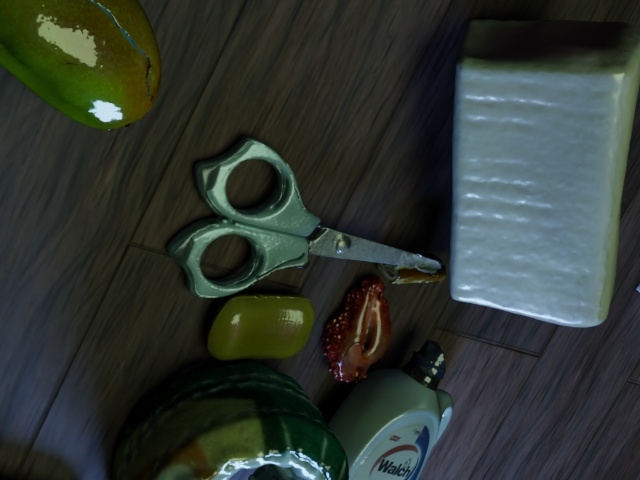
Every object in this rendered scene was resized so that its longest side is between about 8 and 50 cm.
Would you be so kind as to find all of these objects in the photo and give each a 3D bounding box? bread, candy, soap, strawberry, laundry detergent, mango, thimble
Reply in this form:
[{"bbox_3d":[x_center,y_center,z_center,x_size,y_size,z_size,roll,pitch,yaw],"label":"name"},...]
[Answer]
[{"bbox_3d":[0.116,0.033,1.354,0.083,0.047,0.036,-1,123,-36],"label":"bread"},{"bbox_3d":[0.260,-0.077,1.264,0.145,0.208,0.359,-63,156,-55],"label":"candy"},{"bbox_3d":[-0.071,0.102,1.262,0.140,0.045,0.089,3,114,-35],"label":"soap"},{"bbox_3d":[0.054,0.118,1.361,0.103,0.048,0.152,-9,124,-35],"label":"strawberry"},{"bbox_3d":[0.094,0.262,1.437,0.215,0.105,0.281,27,96,-52],"label":"laundry detergent"},{"bbox_3d":[-0.229,-0.192,0.935,0.125,0.111,0.233,-51,122,-14],"label":"mango"},{"bbox_3d":[-0.108,0.294,1.257,0.254,0.167,0.288,8,116,-29],"label":"thimble"}]

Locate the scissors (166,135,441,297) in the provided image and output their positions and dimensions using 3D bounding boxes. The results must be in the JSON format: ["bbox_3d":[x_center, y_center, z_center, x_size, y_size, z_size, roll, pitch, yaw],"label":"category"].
[{"bbox_3d":[0.001,0.001,1.236,0.360,0.029,0.191,13,107,-30],"label":"scissors"}]

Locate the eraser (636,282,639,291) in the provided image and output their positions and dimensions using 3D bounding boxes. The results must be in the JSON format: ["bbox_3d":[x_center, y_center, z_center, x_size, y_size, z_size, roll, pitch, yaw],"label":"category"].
[{"bbox_3d":[0.622,-0.015,1.668,0.078,0.076,0.298,31,97,-42],"label":"eraser"}]
